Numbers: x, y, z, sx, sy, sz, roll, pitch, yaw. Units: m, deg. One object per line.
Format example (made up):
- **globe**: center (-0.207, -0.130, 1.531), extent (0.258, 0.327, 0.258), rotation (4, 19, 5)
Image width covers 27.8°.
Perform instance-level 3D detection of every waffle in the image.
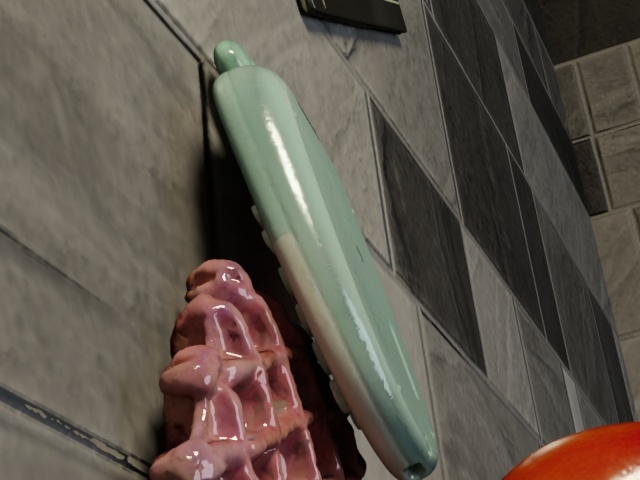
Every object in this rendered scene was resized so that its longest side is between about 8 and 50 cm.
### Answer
- **waffle**: center (-0.020, 0.128, 0.632), extent (0.234, 0.056, 0.221), rotation (-89, 157, -50)

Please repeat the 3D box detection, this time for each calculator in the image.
- **calculator**: center (0.000, 0.000, 0.738), extent (0.184, 0.042, 0.295), rotation (56, 10, -61)

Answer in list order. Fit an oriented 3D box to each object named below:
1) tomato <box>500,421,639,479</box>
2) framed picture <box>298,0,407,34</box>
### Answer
- **tomato**: center (0.247, 0.299, 0.905), extent (0.325, 0.290, 0.293), rotation (-92, 164, -44)
- **framed picture**: center (0.001, -0.319, 1.179), extent (0.347, 0.016, 0.264), rotation (-24, 96, -72)
